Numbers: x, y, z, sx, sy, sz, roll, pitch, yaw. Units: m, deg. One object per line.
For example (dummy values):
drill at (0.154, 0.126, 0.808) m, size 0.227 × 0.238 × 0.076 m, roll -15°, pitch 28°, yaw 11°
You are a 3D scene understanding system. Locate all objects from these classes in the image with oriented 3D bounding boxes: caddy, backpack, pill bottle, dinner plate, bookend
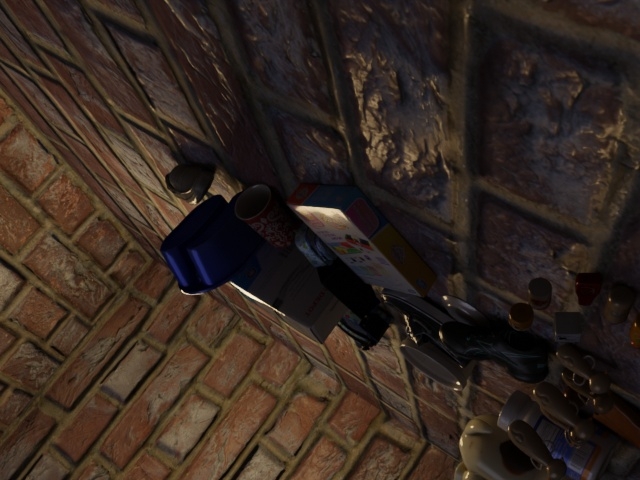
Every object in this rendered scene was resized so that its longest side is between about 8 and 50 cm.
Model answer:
caddy at (-0.282, 0.012, 2.069) m, size 0.241 × 0.341 × 0.179 m, roll -3°, pitch 126°, yaw 39°
backpack at (0.116, 0.241, 2.243) m, size 0.173 × 0.117 × 0.158 m, roll 35°, pitch 164°, yaw 4°
pill bottle at (0.601, 0.498, 1.878) m, size 0.272 × 0.152 × 0.152 m, roll 27°, pitch 161°, yaw 32°
backpack at (0.000, 0.000, 1.858) m, size 0.084 × 0.105 × 0.114 m, roll -21°, pitch 122°, yaw 45°
dinner plate at (0.349, 0.181, 1.776) m, size 0.141 × 0.017 × 0.141 m, roll 34°, pitch 162°, yaw 13°
bookend at (0.067, 0.101, 1.927) m, size 0.156 × 0.072 × 0.157 m, roll 43°, pitch -168°, yaw -23°

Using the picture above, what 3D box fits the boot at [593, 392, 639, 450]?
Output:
boot at (0.733, 0.416, 1.562) m, size 0.280 × 0.096 × 0.264 m, roll 43°, pitch 169°, yaw 23°

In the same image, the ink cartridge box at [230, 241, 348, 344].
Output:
ink cartridge box at (-0.064, 0.120, 2.094) m, size 0.307 × 0.223 × 0.129 m, roll 28°, pitch 162°, yaw 30°

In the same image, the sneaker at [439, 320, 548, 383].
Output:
sneaker at (0.400, 0.229, 1.687) m, size 0.267 × 0.101 × 0.106 m, roll 18°, pitch 132°, yaw 31°

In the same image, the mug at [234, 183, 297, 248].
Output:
mug at (-0.137, -0.073, 1.983) m, size 0.113 × 0.150 × 0.169 m, roll -16°, pitch 140°, yaw 24°

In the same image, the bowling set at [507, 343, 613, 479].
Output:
bowling set at (0.563, 0.362, 1.588) m, size 0.200 × 0.287 × 0.154 m, roll -1°, pitch -147°, yaw -40°

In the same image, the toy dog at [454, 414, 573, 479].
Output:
toy dog at (0.642, 0.691, 2.207) m, size 0.408 × 0.284 × 0.395 m, roll 21°, pitch 140°, yaw 40°

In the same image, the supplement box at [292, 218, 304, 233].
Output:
supplement box at (-0.024, -0.016, 1.959) m, size 0.083 × 0.043 × 0.055 m, roll 44°, pitch 163°, yaw -25°

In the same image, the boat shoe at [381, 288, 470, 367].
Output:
boat shoe at (0.266, 0.221, 1.882) m, size 0.301 × 0.102 × 0.108 m, roll 32°, pitch 170°, yaw 26°

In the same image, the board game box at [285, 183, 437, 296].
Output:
board game box at (0.094, -0.002, 1.712) m, size 0.316 × 0.064 × 0.242 m, roll 46°, pitch 162°, yaw -28°

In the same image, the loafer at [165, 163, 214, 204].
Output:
loafer at (-0.400, -0.173, 2.194) m, size 0.111 × 0.112 × 0.319 m, roll 34°, pitch 166°, yaw -19°

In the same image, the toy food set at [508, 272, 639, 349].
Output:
toy food set at (0.437, 0.125, 1.236) m, size 0.232 × 0.111 × 0.104 m, roll -2°, pitch 151°, yaw 14°

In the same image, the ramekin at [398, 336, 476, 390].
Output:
ramekin at (0.327, 0.305, 1.997) m, size 0.207 × 0.109 × 0.207 m, roll 34°, pitch 164°, yaw 12°
